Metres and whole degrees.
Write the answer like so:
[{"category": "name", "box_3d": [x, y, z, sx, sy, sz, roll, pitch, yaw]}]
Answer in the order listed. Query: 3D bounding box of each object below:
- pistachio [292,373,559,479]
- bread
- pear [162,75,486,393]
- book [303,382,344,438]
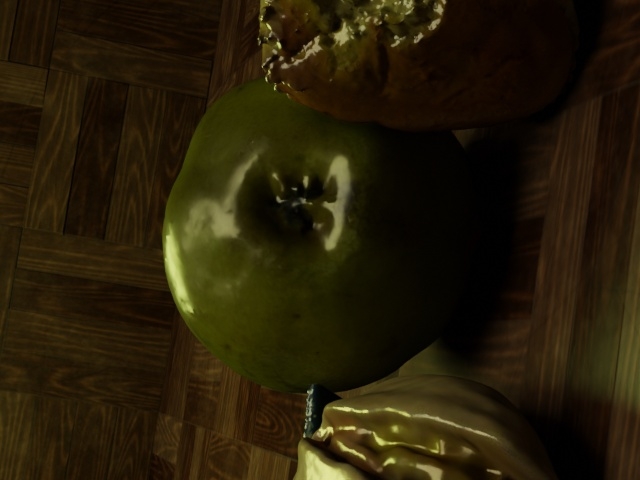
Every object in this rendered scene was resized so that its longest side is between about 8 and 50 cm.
[{"category": "pistachio", "box_3d": [0.078, 0.196, 1.105, 0.299, 0.188, 0.187, 180, 100, -72]}, {"category": "bread", "box_3d": [0.076, -0.174, 1.176, 0.179, 0.250, 0.133, 103, 175, -47]}, {"category": "pear", "box_3d": [0.000, 0.000, 1.359, 0.375, 0.287, 0.287, 93, -175, -83]}, {"category": "book", "box_3d": [0.021, 0.305, 1.289, 0.228, 0.018, 0.322, 44, -132, -62]}]
